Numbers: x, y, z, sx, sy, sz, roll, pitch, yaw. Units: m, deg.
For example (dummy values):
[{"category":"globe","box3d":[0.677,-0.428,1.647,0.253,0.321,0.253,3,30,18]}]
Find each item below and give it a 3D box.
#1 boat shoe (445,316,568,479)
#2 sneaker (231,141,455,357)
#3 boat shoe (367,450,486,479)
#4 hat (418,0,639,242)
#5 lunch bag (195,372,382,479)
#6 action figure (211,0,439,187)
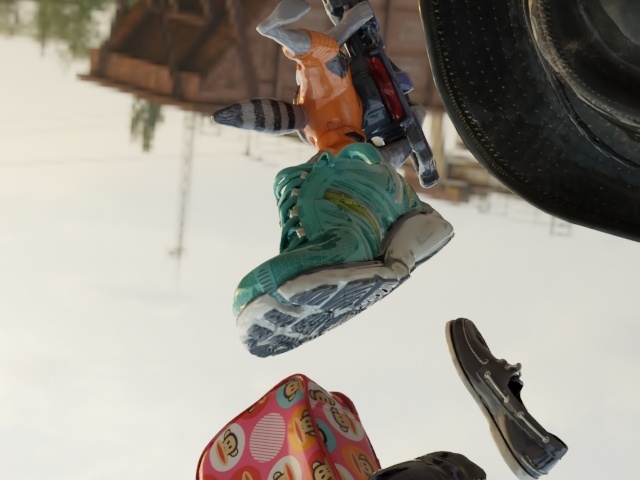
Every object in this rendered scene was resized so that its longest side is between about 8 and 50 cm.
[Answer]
[{"category":"boat shoe","box3d":[0.202,0.161,1.528,0.075,0.065,0.206,22,-144,-52]},{"category":"sneaker","box3d":[0.000,0.000,0.958,0.107,0.110,0.275,-33,-179,23]},{"category":"boat shoe","box3d":[0.052,0.360,1.264,0.127,0.340,0.158,9,-177,37]},{"category":"hat","box3d":[0.205,-0.128,0.702,0.331,0.331,0.134,7,-168,10]},{"category":"lunch bag","box3d":[-0.044,0.336,1.717,0.120,0.258,0.293,30,-154,-40]},{"category":"action figure","box3d":[-0.005,-0.196,1.618,0.179,0.341,0.330,-23,176,15]}]
